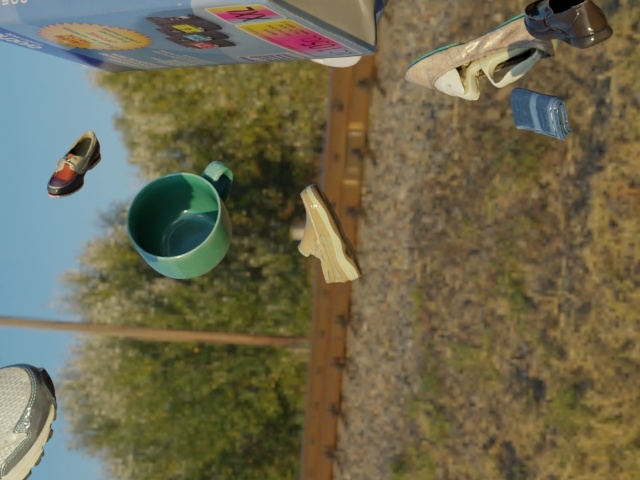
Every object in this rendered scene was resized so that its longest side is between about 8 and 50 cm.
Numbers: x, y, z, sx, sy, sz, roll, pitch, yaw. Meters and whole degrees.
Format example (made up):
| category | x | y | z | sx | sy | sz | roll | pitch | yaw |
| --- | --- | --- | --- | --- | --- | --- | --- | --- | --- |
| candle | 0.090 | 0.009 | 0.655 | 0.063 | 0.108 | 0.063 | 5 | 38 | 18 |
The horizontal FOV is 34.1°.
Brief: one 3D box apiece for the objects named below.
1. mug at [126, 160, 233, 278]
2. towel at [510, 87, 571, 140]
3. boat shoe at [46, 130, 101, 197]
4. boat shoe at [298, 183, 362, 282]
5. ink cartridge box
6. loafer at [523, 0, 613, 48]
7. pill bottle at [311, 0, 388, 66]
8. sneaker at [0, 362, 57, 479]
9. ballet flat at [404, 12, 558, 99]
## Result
| category | x | y | z | sx | sy | sz | roll | pitch | yaw |
| --- | --- | --- | --- | --- | --- | --- | --- | --- | --- |
| mug | -0.173 | -0.019 | 1.417 | 0.097 | 0.157 | 0.130 | 70 | 177 | -62 |
| towel | 0.333 | -0.194 | 1.592 | 0.119 | 0.029 | 0.067 | 35 | 147 | 61 |
| boat shoe | -0.357 | -0.109 | 1.510 | 0.137 | 0.049 | 0.043 | -64 | -19 | -51 |
| boat shoe | 0.000 | 0.000 | 1.545 | 0.068 | 0.072 | 0.190 | -101 | -12 | -51 |
| ink cartridge box | -0.171 | -0.264 | 1.041 | 0.270 | 0.395 | 0.151 | 3 | -91 | -66 |
| loafer | 0.385 | -0.361 | 1.641 | 0.078 | 0.080 | 0.220 | 67 | 170 | -24 |
| pill bottle | 0.036 | -0.335 | 1.276 | 0.124 | 0.124 | 0.222 | 102 | -169 | -75 |
| sneaker | -0.375 | 0.201 | 0.961 | 0.110 | 0.283 | 0.122 | 60 | -175 | 32 |
| ballet flat | 0.293 | -0.322 | 1.921 | 0.107 | 0.316 | 0.106 | 9 | -114 | -50 |
